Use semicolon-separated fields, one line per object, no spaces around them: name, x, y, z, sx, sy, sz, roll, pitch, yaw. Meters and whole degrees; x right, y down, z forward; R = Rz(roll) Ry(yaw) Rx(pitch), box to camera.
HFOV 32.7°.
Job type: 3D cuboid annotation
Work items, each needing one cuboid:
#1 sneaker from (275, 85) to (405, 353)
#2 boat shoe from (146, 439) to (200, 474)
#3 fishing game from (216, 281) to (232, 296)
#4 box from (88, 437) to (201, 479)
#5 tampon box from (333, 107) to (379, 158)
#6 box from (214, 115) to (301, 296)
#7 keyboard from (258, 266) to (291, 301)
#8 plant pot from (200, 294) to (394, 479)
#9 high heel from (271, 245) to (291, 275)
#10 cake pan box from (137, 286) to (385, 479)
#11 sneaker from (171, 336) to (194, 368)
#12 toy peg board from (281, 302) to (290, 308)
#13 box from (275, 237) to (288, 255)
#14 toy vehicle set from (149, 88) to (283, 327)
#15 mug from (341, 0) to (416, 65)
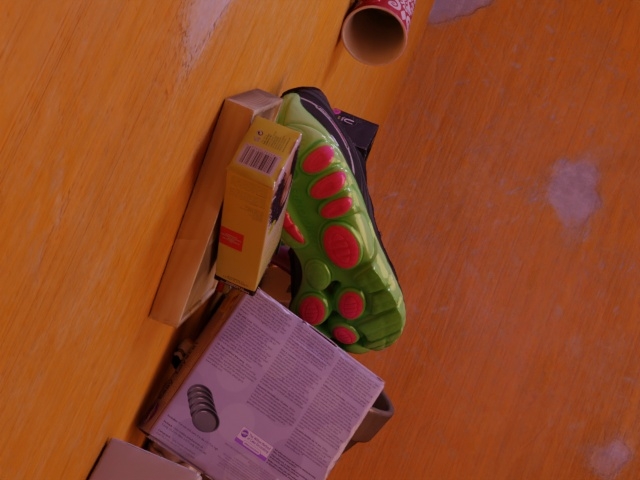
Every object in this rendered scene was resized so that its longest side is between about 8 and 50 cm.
sneaker;0.025;-0.014;1.570;0.202;0.185;0.483;-79;163;-45
boat shoe;-0.220;0.330;1.573;0.267;0.096;0.088;-61;-176;30
fishing game;-0.110;-0.004;1.584;0.264;0.041;0.189;-11;117;-82
box;-0.255;0.403;1.248;0.148;0.121;0.311;106;7;-54
tampon box;0.036;-0.158;2.174;0.120;0.101;0.161;-62;172;-57
box;-0.074;-0.033;1.238;0.232;0.058;0.087;106;8;-58
keyboard;-0.048;0.081;2.013;0.256;0.014;0.072;-3;-117;56
plant pot;-0.091;0.275;1.723;0.280;0.323;0.323;-52;177;4
high heel;0.000;0.000;1.981;0.377;0.181;0.127;-57;168;-68
cake pan box;-0.071;0.227;1.482;0.246;0.267;0.070;-57;-160;-13
sneaker;-0.192;0.166;1.507;0.037;0.032;0.083;-49;162;-31
toy peg board;-0.086;0.200;2.147;0.079;0.160;0.161;-32;145;-63
box;-0.044;-0.071;1.729;0.105;0.043;0.179;106;-6;-56
toy vehicle set;-0.119;-0.043;1.278;0.166;0.035;0.267;-50;161;-76
mug;0.115;-0.405;1.884;0.169;0.113;0.150;-68;179;-50
